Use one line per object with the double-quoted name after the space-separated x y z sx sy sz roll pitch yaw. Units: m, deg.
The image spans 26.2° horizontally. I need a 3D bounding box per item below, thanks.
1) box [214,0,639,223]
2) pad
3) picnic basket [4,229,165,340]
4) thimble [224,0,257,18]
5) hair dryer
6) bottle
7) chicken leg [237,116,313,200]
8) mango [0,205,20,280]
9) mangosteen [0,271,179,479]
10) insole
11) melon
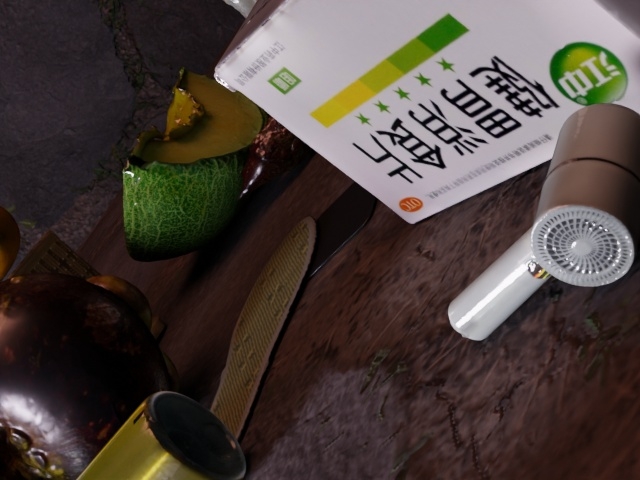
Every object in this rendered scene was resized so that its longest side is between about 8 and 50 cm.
0.090 -0.144 0.782 0.145 0.173 0.333 -60 14 -22 "box"
0.000 0.000 1.099 0.157 0.003 0.112 -45 15 33 "pad"
-0.316 0.178 1.368 0.228 0.175 0.313 -43 11 35 "picnic basket"
0.002 -0.300 1.259 0.195 0.291 0.291 -54 13 -11 "thimble"
0.103 0.003 0.647 0.137 0.047 0.082 -51 10 42 "hair dryer"
-0.166 0.224 0.904 0.286 0.082 0.082 -49 13 17 "bottle"
-0.016 -0.143 1.402 0.234 0.063 0.105 -64 5 -33 "chicken leg"
-0.381 0.023 1.432 0.219 0.112 0.145 -20 29 49 "mango"
-0.202 0.101 1.122 0.192 0.192 0.217 -42 12 39 "mangosteen"
-0.052 0.079 1.054 0.109 0.007 0.322 -44 16 36 "insole"
-0.130 -0.061 1.493 0.265 0.129 0.169 -78 -1 -61 "melon"
